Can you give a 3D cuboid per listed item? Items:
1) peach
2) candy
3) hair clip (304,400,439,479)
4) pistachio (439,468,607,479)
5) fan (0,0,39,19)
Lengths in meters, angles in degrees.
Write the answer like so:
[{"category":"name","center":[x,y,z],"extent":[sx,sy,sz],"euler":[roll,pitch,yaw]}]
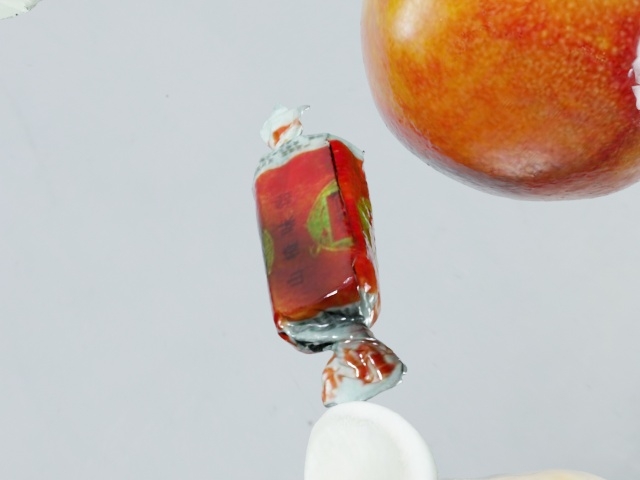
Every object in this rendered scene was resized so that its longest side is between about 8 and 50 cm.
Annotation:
[{"category":"peach","center":[0.185,-0.187,1.178],"extent":[0.307,0.332,0.308],"euler":[9,64,-18]},{"category":"candy","center":[0.000,0.001,1.017],"extent":[0.086,0.292,0.059],"euler":[-25,136,15]},{"category":"hair clip","center":[0.033,0.186,0.525],"extent":[0.113,0.282,0.172],"euler":[22,132,-10]},{"category":"pistachio","center":[0.161,0.283,1.085],"extent":[0.229,0.321,0.238],"euler":[-40,63,-3]},{"category":"fan","center":[-0.314,-0.197,1.270],"extent":[0.182,0.310,0.010],"euler":[-3,121,-22]}]
